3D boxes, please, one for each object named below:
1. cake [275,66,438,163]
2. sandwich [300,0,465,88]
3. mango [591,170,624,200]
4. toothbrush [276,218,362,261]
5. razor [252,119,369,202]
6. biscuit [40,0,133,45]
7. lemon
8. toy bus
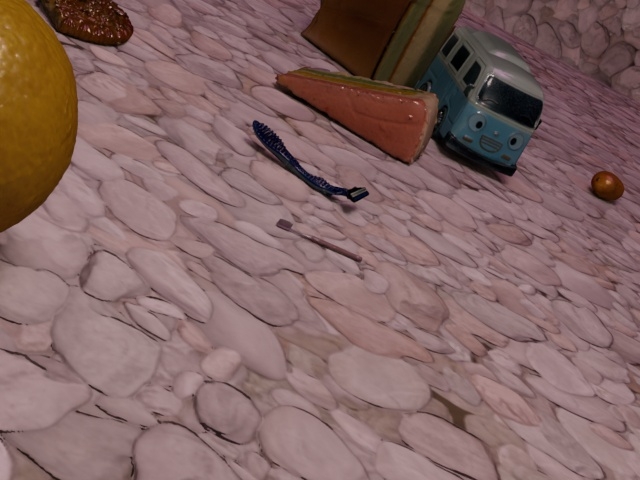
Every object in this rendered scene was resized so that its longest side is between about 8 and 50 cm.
[{"bbox_3d":[0.058,-0.201,1.615,0.225,0.090,0.109,31,24,5],"label":"cake"},{"bbox_3d":[0.106,-0.391,1.925,0.198,0.227,0.155,42,23,30],"label":"sandwich"},{"bbox_3d":[0.499,-0.093,2.021,0.060,0.046,0.089,43,11,27],"label":"mango"},{"bbox_3d":[0.000,0.000,1.165,0.097,0.008,0.006,24,34,-17],"label":"toothbrush"},{"bbox_3d":[-0.019,-0.084,1.309,0.155,0.028,0.044,35,25,11],"label":"razor"},{"bbox_3d":[-0.289,-0.288,1.433,0.126,0.025,0.206,17,24,-32],"label":"biscuit"},{"bbox_3d":[-0.254,-0.085,0.770,0.187,0.187,0.244,26,35,-11],"label":"lemon"},{"bbox_3d":[0.252,-0.227,1.821,0.133,0.164,0.271,24,21,-17],"label":"toy bus"}]
